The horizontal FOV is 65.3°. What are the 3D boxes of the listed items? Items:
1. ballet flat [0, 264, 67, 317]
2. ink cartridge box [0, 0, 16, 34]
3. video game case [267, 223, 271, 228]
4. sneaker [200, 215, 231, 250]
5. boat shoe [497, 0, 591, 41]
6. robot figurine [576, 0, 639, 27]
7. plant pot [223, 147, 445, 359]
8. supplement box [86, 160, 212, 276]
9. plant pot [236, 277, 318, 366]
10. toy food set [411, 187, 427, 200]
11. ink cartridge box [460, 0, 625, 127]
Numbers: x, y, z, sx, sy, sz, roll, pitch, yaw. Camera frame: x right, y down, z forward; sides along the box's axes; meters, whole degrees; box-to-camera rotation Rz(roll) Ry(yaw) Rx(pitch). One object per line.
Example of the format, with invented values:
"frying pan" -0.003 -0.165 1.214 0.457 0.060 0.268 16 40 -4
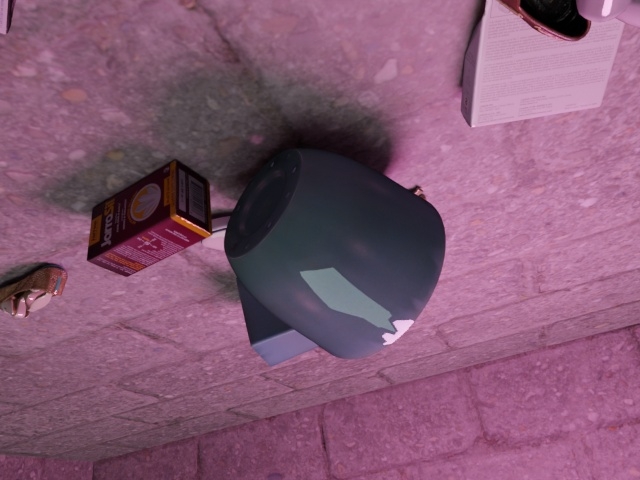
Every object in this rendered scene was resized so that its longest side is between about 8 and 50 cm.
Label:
"ballet flat" -0.573 0.112 0.970 0.206 0.067 0.073 -27 147 27
"ink cartridge box" -0.251 -0.275 0.381 0.046 0.097 0.207 9 144 -30
"video game case" -0.068 -0.030 0.882 0.122 0.087 0.011 21 180 -42
"sneaker" -0.099 0.019 0.933 0.258 0.091 0.094 9 145 -30
"boat shoe" 0.209 -0.280 0.515 0.207 0.073 0.073 21 130 -27
"robot figurine" 0.309 -0.314 0.384 0.300 0.200 0.353 -44 145 -1
"plant pot" 0.000 0.000 0.758 0.235 0.293 0.293 32 131 -29
"supplement box" -0.269 -0.030 0.786 0.188 0.104 0.081 -24 147 22
"plant pot" -0.040 0.147 1.115 0.234 0.165 0.165 -19 150 0
"toy food set" 0.154 -0.057 0.958 0.122 0.019 0.078 -36 142 25
"ink cartridge box" 0.283 -0.266 0.629 0.189 0.066 0.232 -9 129 -1
